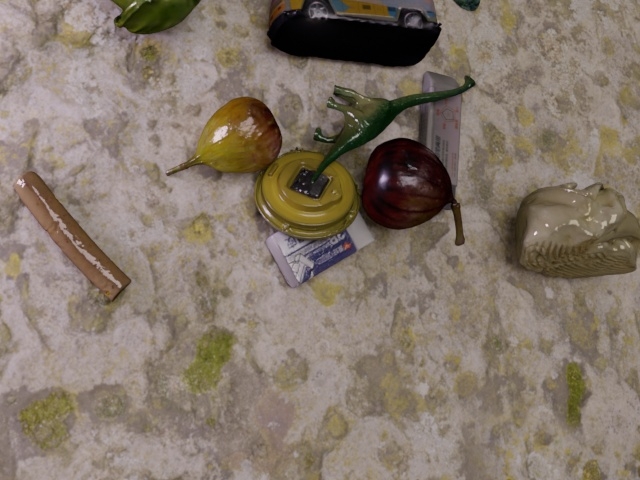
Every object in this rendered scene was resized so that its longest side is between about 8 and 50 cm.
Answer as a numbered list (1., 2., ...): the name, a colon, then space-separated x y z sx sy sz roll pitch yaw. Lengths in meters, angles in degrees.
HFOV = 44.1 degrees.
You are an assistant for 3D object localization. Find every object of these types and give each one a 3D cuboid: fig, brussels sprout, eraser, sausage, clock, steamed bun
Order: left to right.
1. sausage: -0.489 -0.010 1.549 0.066 0.066 0.301 -42 93 -22
2. brussels sprout: -0.360 -0.574 1.629 0.259 0.227 0.294 41 61 -23
3. fig: -0.211 -0.198 1.659 0.257 0.159 0.159 -28 89 -1
4. clock: -0.025 -0.110 1.690 0.236 0.057 0.237 4 56 -6
5. eraser: 0.000 0.000 1.715 0.210 0.068 0.125 -29 88 -23
6. fig: 0.218 -0.116 1.719 0.249 0.186 0.204 11 55 -3
7. eraser: 0.281 -0.240 1.866 0.089 0.061 0.352 10 76 -18
8. steamed bun: 0.600 -0.038 1.840 0.289 0.276 0.203 -1 66 5

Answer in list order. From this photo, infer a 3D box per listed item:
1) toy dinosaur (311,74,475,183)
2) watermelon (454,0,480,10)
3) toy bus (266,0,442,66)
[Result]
1. toy dinosaur: 0.155 -0.251 1.764 0.300 0.087 0.447 22 62 0
2. watermelon: 0.373 -0.621 1.994 0.085 0.085 0.061 24 43 -13
3. toy bus: 0.066 -0.517 1.801 0.386 0.171 0.162 1 68 -19
